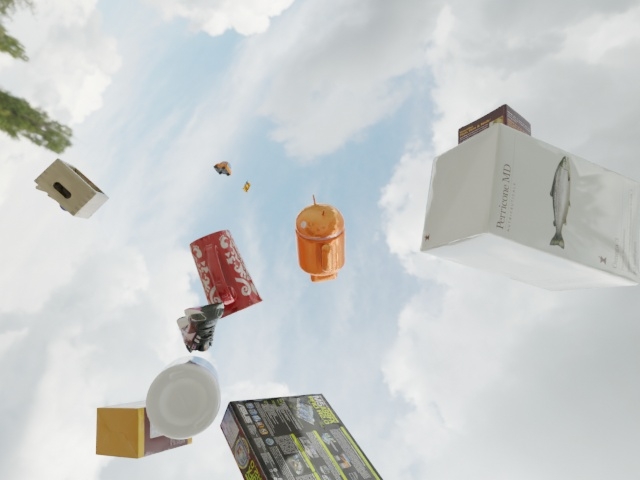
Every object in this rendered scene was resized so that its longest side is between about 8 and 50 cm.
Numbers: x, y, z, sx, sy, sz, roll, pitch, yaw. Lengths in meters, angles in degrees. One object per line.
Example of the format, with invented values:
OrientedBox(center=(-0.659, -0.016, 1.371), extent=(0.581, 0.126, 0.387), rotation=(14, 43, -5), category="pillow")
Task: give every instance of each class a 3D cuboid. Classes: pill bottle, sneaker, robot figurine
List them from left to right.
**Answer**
OrientedBox(center=(-0.247, 0.281, 0.898), extent=(0.221, 0.124, 0.124), rotation=(143, -32, -76), category="pill bottle")
OrientedBox(center=(-0.218, 0.167, 0.899), extent=(0.178, 0.071, 0.077), rotation=(-41, -118, 60), category="sneaker")
OrientedBox(center=(-0.001, -0.001, 1.206), extent=(0.128, 0.220, 0.158), rotation=(13, -144, 22), category="robot figurine")

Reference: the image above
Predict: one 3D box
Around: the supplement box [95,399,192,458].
OrientedBox(center=(-0.509, 0.539, 1.399), extent=(0.191, 0.194, 0.129), rotation=(-12, -104, 31), category="supplement box")

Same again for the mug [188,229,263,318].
OrientedBox(center=(-0.194, 0.066, 0.997), extent=(0.150, 0.113, 0.169), rotation=(-29, -98, 58), category="mug")

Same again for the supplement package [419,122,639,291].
OrientedBox(center=(0.205, -0.022, 0.471), extent=(0.105, 0.179, 0.105), rotation=(158, -54, -67), category="supplement package")

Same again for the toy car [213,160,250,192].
OrientedBox(center=(-0.268, -0.198, 1.468), extent=(0.060, 0.122, 0.041), rotation=(3, -123, 44), category="toy car")

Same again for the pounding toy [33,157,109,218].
OrientedBox(center=(-0.575, -0.113, 1.083), extent=(0.100, 0.141, 0.130), rotation=(-47, -173, -8), category="pounding toy")

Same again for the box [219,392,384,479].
OrientedBox(center=(-0.025, 0.384, 0.829), extent=(0.270, 0.216, 0.060), rotation=(43, -64, 47), category="box")

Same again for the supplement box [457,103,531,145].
OrientedBox(center=(0.303, -0.125, 0.836), extent=(0.104, 0.080, 0.188), rotation=(-25, -130, 50), category="supplement box")
